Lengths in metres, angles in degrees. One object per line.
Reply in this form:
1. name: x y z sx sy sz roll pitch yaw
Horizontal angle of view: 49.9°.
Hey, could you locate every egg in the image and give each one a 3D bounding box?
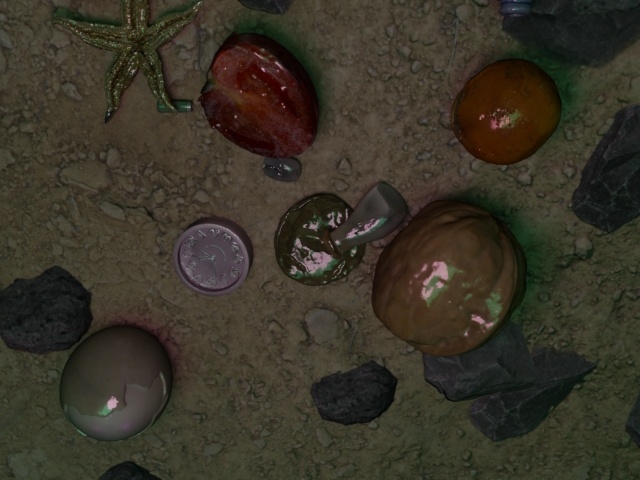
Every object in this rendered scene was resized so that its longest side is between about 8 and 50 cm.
1. egg: -0.519 0.372 1.747 0.279 0.336 0.278 -1 109 -2

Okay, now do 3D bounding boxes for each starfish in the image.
1. starfish: -0.416 -0.455 1.610 0.358 0.078 0.347 -17 105 9

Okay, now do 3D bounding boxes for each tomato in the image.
1. tomato: -0.119 -0.350 1.578 0.309 0.170 0.309 12 143 9

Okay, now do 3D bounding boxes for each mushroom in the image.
1. mushroom: 0.110 -0.039 1.686 0.225 0.093 0.116 -42 89 6

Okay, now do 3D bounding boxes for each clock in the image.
1. clock: -0.274 0.041 1.760 0.197 0.068 0.196 1 107 4

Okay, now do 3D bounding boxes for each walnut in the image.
1. walnut: 0.302 0.093 1.604 0.382 0.381 0.381 1 107 4

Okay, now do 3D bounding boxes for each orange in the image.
1. orange: 0.409 -0.284 1.522 0.240 0.240 0.239 1 107 4

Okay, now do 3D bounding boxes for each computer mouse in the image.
1. computer mouse: -0.096 -0.177 1.693 0.096 0.039 0.066 12 108 1

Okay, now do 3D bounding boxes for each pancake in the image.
1. pancake: 0.000 0.000 1.739 0.242 0.050 0.241 -1 106 -4

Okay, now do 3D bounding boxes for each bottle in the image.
1. bottle: -0.353 -0.326 1.671 0.083 0.030 0.030 1 107 3

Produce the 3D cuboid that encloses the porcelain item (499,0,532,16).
1. porcelain item: 0.427 -0.617 1.474 0.141 0.141 0.259 2 100 4
